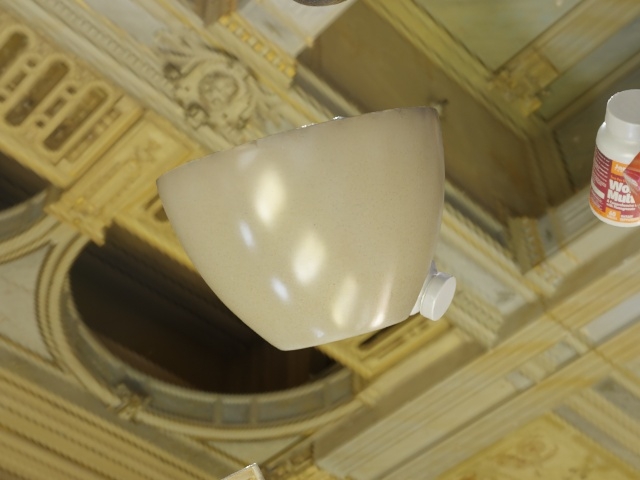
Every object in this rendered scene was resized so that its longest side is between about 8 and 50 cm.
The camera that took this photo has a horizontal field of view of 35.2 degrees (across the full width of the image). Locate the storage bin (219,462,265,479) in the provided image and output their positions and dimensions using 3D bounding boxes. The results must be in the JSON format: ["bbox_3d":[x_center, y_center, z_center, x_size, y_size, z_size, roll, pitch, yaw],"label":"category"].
[{"bbox_3d":[-0.140,0.437,1.139,0.260,0.123,0.262,-21,-106,-26],"label":"storage bin"}]

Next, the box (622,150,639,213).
[{"bbox_3d":[0.560,-0.065,1.506,0.123,0.128,0.257,40,178,36],"label":"box"}]

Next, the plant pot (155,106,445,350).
[{"bbox_3d":[0.000,0.000,0.987,0.284,0.284,0.190,-11,-94,-59],"label":"plant pot"}]

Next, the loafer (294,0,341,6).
[{"bbox_3d":[0.005,-0.468,1.288,0.130,0.134,0.365,15,-98,-75],"label":"loafer"}]

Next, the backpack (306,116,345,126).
[{"bbox_3d":[0.020,-0.166,2.113,0.144,0.188,0.165,49,164,47],"label":"backpack"}]

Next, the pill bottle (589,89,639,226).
[{"bbox_3d":[0.532,-0.140,1.731,0.121,0.121,0.221,-95,-2,-47],"label":"pill bottle"}]

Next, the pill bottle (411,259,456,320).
[{"bbox_3d":[0.100,0.047,1.352,0.152,0.086,0.086,24,-162,25],"label":"pill bottle"}]
